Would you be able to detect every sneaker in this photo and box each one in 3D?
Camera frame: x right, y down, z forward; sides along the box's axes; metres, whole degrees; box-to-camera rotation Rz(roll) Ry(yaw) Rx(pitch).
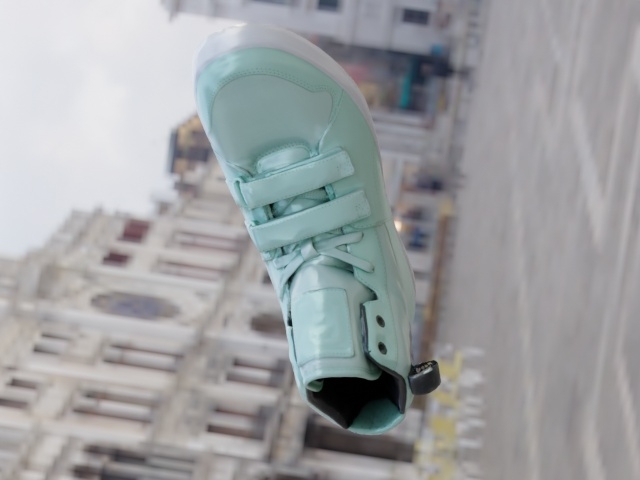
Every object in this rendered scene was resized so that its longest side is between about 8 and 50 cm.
[{"bbox_3d":[0.001,0.000,1.027,0.151,0.094,0.256,-92,-22,-52],"label":"sneaker"}]
